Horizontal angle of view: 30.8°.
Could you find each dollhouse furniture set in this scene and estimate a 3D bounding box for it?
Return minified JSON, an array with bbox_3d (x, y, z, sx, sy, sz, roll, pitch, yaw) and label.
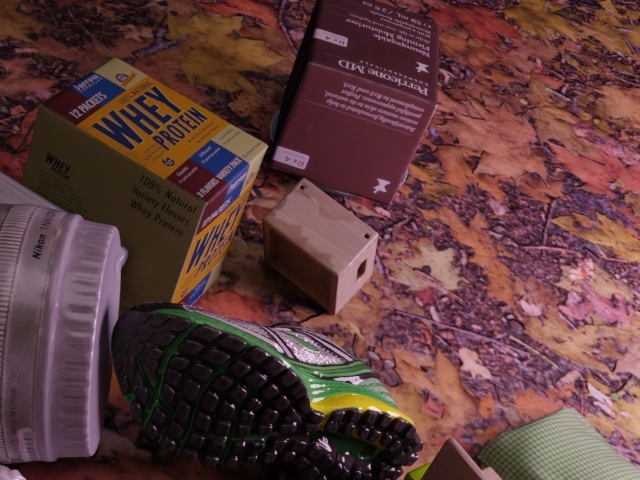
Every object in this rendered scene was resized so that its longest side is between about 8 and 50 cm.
[{"bbox_3d":[0.255,0.242,1.165,0.301,0.151,0.197,-15,53,-39],"label":"dollhouse furniture set"}]

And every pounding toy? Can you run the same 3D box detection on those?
[{"bbox_3d":[0.000,0.000,1.342,0.130,0.141,0.100,37,68,16],"label":"pounding toy"}]

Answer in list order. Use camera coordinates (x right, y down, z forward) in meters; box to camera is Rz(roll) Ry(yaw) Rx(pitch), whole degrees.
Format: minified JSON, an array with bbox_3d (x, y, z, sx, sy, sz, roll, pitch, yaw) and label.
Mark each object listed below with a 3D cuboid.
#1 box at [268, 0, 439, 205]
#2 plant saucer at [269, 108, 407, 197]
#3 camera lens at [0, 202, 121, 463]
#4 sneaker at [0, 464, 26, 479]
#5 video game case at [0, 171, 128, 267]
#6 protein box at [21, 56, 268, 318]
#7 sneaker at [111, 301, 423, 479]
[{"bbox_3d":[0.046,-0.187,1.480,0.168,0.167,0.203,18,39,-8],"label":"box"},{"bbox_3d":[0.020,-0.112,1.546,0.194,0.037,0.195,15,38,-12],"label":"plant saucer"},{"bbox_3d":[-0.318,0.073,0.979,0.274,0.219,0.219,6,40,-4],"label":"camera lens"},{"bbox_3d":[-0.245,0.236,0.944,0.228,0.087,0.092,17,53,-21],"label":"sneaker"},{"bbox_3d":[-0.339,0.034,1.134,0.227,0.026,0.206,31,64,8],"label":"video game case"},{"bbox_3d":[-0.195,-0.044,1.222,0.199,0.201,0.136,31,39,8],"label":"protein box"},{"bbox_3d":[-0.061,0.139,1.114,0.343,0.134,0.146,30,18,-38],"label":"sneaker"}]
